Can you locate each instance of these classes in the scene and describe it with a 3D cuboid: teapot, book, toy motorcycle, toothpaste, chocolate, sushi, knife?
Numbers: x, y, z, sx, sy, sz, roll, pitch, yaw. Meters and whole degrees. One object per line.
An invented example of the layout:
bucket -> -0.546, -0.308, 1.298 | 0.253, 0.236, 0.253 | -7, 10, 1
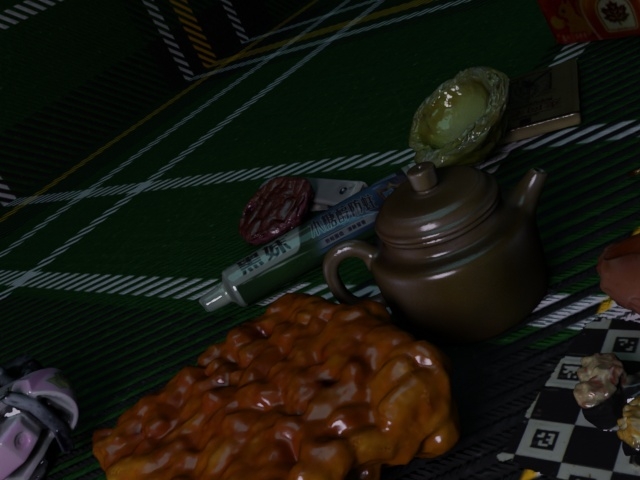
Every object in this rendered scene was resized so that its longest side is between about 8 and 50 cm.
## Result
teapot -> 0.127, -0.002, 0.749 | 0.268, 0.175, 0.185 | -22, 24, 11
book -> 0.352, -0.232, 1.138 | 0.161, 0.026, 0.231 | -13, 29, 27
toy motorcycle -> -0.400, 0.263, 0.794 | 0.188, 0.143, 0.327 | -13, 36, 26
toothpaste -> 0.000, 0.000, 0.993 | 0.392, 0.061, 0.098 | -30, 50, -7
chocolate -> 0.499, -0.477, 1.230 | 0.108, 0.235, 0.237 | -47, 31, -16
sushi -> 0.269, 0.120, 0.536 | 0.210, 0.040, 0.193 | 5, 39, 48
knife -> -0.022, -0.078, 1.193 | 0.266, 0.040, 0.073 | 6, 52, 49

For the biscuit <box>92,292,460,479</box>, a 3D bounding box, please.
biscuit -> -0.046, 0.177, 0.653 | 0.312, 0.110, 0.318 | -35, 27, -21

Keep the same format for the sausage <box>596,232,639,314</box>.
sausage -> 0.442, 0.003, 0.533 | 0.419, 0.094, 0.094 | -13, -13, 29

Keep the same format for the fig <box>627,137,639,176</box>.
fig -> 0.411, -0.111, 0.837 | 0.083, 0.050, 0.050 | -51, 30, -8

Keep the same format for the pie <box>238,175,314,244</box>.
pie -> -0.076, -0.052, 1.157 | 0.154, 0.038, 0.153 | -26, 40, 24

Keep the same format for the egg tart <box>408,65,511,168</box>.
egg tart -> 0.226, -0.186, 1.056 | 0.197, 0.078, 0.197 | -35, 37, 33
